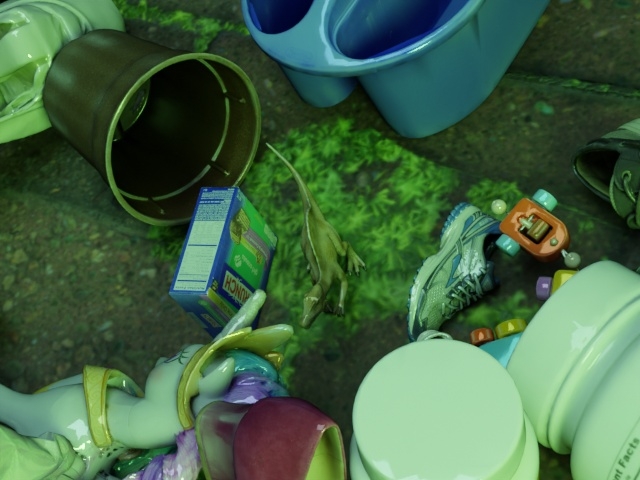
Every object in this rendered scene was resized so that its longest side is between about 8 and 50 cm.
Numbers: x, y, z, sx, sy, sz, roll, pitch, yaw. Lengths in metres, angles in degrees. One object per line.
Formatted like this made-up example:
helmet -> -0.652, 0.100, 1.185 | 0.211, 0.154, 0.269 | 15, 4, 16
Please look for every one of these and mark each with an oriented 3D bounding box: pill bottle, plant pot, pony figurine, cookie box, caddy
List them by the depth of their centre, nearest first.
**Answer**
pill bottle -> 0.263, 0.139, 0.676 | 0.160, 0.160, 0.283 | -45, 54, -10
pill bottle -> 0.082, 0.157, 0.695 | 0.119, 0.208, 0.119 | -5, 54, 8
pony figurine -> -0.202, 0.198, 0.778 | 0.364, 0.303, 0.351 | -11, 45, 33
cookie box -> -0.081, 0.022, 0.927 | 0.040, 0.092, 0.107 | -1, 59, 24
caddy -> 0.080, -0.265, 0.996 | 0.241, 0.179, 0.341 | 22, 69, 32
plant pot -> -0.173, -0.121, 1.019 | 0.167, 0.167, 0.165 | -48, 48, -12

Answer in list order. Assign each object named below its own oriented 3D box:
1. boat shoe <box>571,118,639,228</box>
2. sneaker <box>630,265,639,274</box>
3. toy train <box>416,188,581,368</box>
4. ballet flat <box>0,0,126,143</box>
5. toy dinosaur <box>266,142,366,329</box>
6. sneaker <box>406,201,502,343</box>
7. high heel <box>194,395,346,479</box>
boat shoe -> 0.251, -0.038, 0.794 | 0.073, 0.080, 0.223 | -20, 18, -1
sneaker -> 0.294, 0.012, 0.809 | 0.152, 0.058, 0.084 | -40, 62, 1
toy train -> 0.157, 0.049, 0.833 | 0.125, 0.046, 0.166 | 34, 85, 31
ballet flat -> -0.338, -0.157, 1.045 | 0.400, 0.139, 0.139 | -32, 49, -32
toy dinosaur -> 0.000, 0.000, 0.908 | 0.053, 0.092, 0.183 | -17, 55, 9
sneaker -> 0.114, 0.031, 0.873 | 0.058, 0.052, 0.135 | 20, 69, 23
high heel -> 0.000, 0.211, 0.691 | 0.082, 0.244, 0.117 | -23, 12, -40
